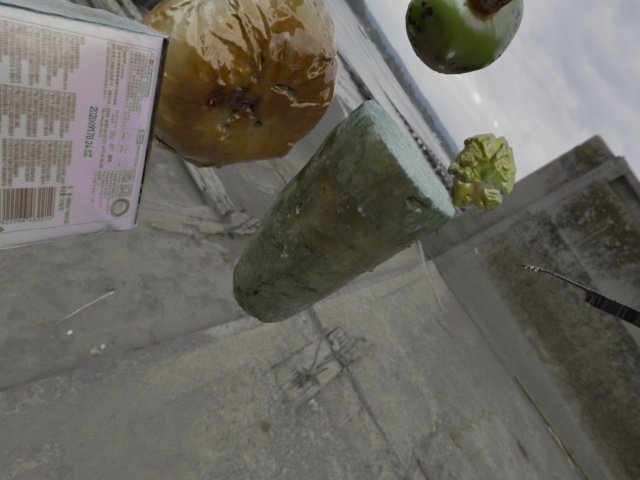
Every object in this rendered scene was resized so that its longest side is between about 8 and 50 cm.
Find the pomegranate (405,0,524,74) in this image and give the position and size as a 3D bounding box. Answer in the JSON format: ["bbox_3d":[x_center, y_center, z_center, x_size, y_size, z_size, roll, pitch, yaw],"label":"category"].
[{"bbox_3d":[0.203,-0.315,0.580,0.159,0.159,0.205,54,0,-7],"label":"pomegranate"}]

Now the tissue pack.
[{"bbox_3d":[-0.275,-0.120,0.425,0.124,0.225,0.185,33,28,26],"label":"tissue pack"}]

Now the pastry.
[{"bbox_3d":[-0.157,-0.317,0.800,0.245,0.410,0.410,60,20,20],"label":"pastry"}]

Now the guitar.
[{"bbox_3d":[0.437,0.091,0.681,0.233,0.025,0.088,30,12,40],"label":"guitar"}]

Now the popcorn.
[{"bbox_3d":[0.311,-0.133,0.824,0.125,0.126,0.145,-71,157,-55],"label":"popcorn"}]

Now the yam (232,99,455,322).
[{"bbox_3d":[0.000,0.000,0.454,0.133,0.330,0.133,20,49,-25],"label":"yam"}]
